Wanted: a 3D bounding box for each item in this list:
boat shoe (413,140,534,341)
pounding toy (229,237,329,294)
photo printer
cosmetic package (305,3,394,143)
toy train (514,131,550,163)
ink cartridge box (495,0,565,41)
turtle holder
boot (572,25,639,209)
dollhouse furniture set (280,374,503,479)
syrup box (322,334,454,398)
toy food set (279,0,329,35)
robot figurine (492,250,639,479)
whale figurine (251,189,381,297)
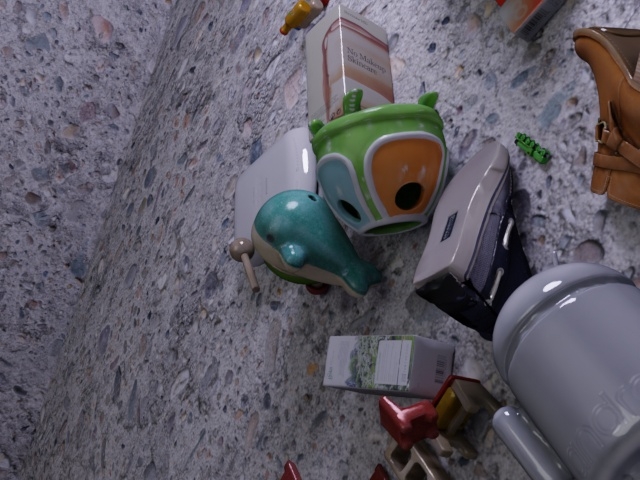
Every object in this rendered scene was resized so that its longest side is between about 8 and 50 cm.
[{"bbox_3d":[0.263,0.000,1.076,0.127,0.158,0.340,-34,21,51],"label":"boat shoe"},{"bbox_3d":[-0.061,0.058,1.466,0.183,0.237,0.110,-122,27,-43],"label":"pounding toy"},{"bbox_3d":[-0.092,-0.107,1.650,0.307,0.107,0.256,-34,49,45],"label":"photo printer"},{"bbox_3d":[0.063,-0.335,1.482,0.129,0.153,0.296,-33,52,43],"label":"cosmetic package"},{"bbox_3d":[0.338,-0.148,1.107,0.083,0.017,0.023,57,133,50],"label":"toy train"},{"bbox_3d":[0.359,-0.450,1.188,0.145,0.045,0.179,-49,42,32],"label":"ink cartridge box"},{"bbox_3d":[0.090,-0.123,1.267,0.320,0.243,0.227,-18,78,44],"label":"turtle holder"},{"bbox_3d":[0.414,-0.174,0.946,0.283,0.109,0.220,-119,30,-66],"label":"boot"},{"bbox_3d":[0.088,0.350,1.086,0.374,0.201,0.152,-63,34,17],"label":"dollhouse furniture set"},{"bbox_3d":[0.112,0.220,1.205,0.237,0.096,0.093,-13,63,54],"label":"syrup box"},{"bbox_3d":[-0.053,-0.644,1.830,0.104,0.111,0.232,-37,50,43],"label":"toy food set"},{"bbox_3d":[0.335,0.161,0.799,0.300,0.200,0.353,-46,39,13],"label":"robot figurine"},{"bbox_3d":[0.000,0.000,1.335,0.272,0.216,0.141,33,117,18],"label":"whale figurine"}]
